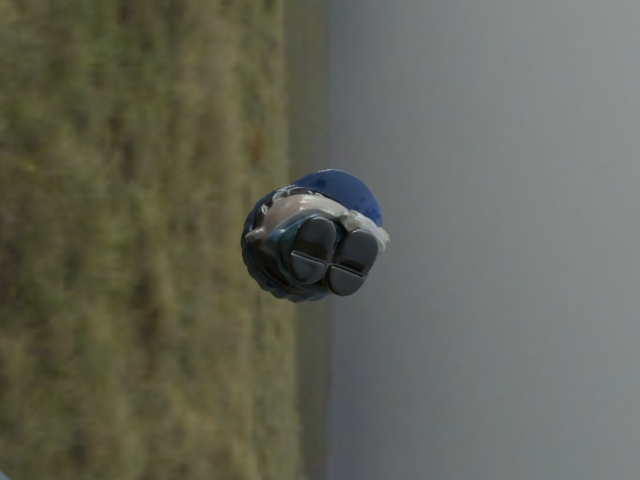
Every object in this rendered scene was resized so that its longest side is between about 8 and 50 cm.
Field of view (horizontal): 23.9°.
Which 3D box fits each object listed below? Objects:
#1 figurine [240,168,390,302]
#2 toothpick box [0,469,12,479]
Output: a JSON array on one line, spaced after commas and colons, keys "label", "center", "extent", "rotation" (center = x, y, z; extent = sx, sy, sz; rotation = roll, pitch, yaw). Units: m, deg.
[{"label": "figurine", "center": [-0.003, 0.009, 0.831], "extent": [0.136, 0.077, 0.079], "rotation": [-104, -147, -72]}, {"label": "toothpick box", "center": [-0.201, 0.225, 0.937], "extent": [0.184, 0.120, 0.120], "rotation": [55, 21, -34]}]
